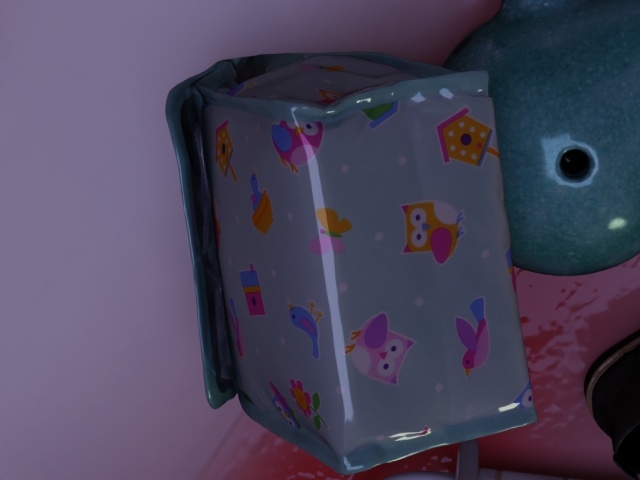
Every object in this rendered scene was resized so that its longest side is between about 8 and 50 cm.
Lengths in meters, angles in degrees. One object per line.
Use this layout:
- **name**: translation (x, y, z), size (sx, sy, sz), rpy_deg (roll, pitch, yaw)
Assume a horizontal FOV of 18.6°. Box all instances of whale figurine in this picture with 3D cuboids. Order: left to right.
- **whale figurine**: translation (0.192, -0.091, 1.205), size (0.272, 0.141, 0.216), rpy_deg (-35, 100, 11)

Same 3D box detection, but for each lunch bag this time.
- **lunch bag**: translation (0.000, 0.000, 1.188), size (0.160, 0.262, 0.223), rpy_deg (-13, 104, -23)

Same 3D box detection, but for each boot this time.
- **boot**: translation (0.260, 0.072, 1.247), size (0.077, 0.137, 0.198), rpy_deg (42, 102, -8)

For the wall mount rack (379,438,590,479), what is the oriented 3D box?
- **wall mount rack**: translation (0.181, 0.284, 1.314), size (0.350, 0.130, 0.304), rpy_deg (6, 118, 3)
